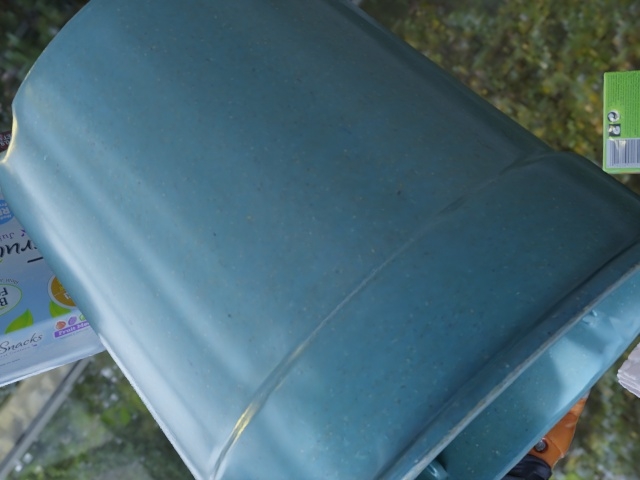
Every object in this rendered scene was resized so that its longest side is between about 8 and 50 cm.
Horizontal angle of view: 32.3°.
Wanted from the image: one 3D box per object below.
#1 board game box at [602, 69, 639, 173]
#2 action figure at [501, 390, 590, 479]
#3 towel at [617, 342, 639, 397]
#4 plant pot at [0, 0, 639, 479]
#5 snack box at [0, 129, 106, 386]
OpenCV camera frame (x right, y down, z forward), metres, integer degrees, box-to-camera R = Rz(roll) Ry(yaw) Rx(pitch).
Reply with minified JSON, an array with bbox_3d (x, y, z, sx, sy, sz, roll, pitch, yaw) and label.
[{"bbox_3d":[0.467,-0.143,1.301,0.259,0.124,0.039,1,180,28],"label":"board game box"},{"bbox_3d":[0.139,0.242,1.143,0.341,0.330,0.178,4,173,1],"label":"action figure"},{"bbox_3d":[0.610,0.134,1.448,0.317,0.332,0.053,35,169,43],"label":"towel"},{"bbox_3d":[-0.003,0.007,0.694,0.334,0.341,0.341,46,-169,20],"label":"plant pot"},{"bbox_3d":[-0.277,0.018,0.867,0.207,0.174,0.070,57,154,32],"label":"snack box"}]
